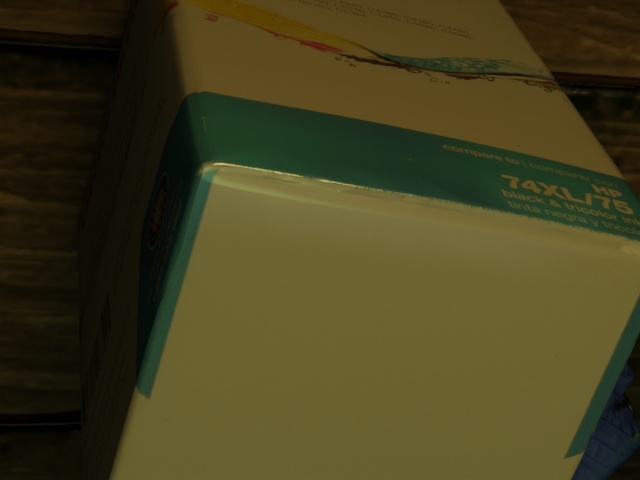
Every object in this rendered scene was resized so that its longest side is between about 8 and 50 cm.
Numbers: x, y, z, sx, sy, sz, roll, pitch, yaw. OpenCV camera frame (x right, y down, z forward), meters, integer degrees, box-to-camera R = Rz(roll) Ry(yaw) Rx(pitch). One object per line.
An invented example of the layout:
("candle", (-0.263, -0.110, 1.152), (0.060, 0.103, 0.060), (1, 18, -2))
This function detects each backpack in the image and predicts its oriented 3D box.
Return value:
("backpack", (0.137, 0.094, 0.874), (0.120, 0.098, 0.101), (38, 105, -26))

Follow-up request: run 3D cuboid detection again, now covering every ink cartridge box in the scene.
("ink cartridge box", (0.000, 0.000, 0.692), (0.197, 0.270, 0.198), (10, 119, -16))
